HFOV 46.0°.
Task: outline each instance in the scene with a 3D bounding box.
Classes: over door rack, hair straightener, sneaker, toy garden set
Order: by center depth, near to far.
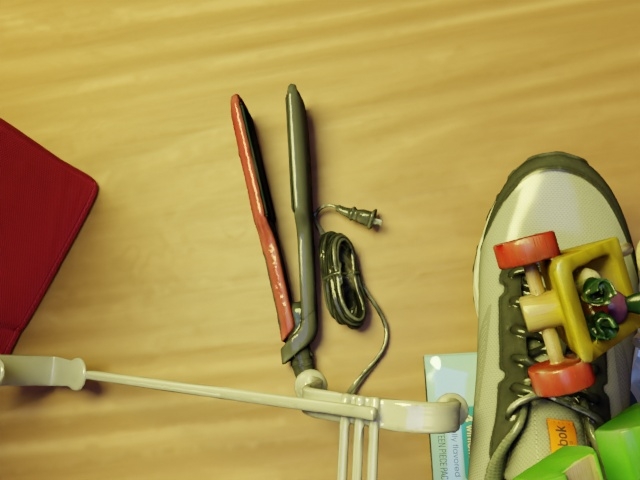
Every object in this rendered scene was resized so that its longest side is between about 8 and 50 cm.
[{"bbox_3d":[0.185,0.080,0.370,0.244,0.049,0.204,-13,87,-40],"label":"toy garden set"},{"bbox_3d":[0.130,0.078,0.412,0.100,0.108,0.272,4,77,11],"label":"sneaker"},{"bbox_3d":[-0.072,0.194,0.448,0.324,0.108,0.240,0,80,28],"label":"over door rack"},{"bbox_3d":[0.000,0.000,0.517,0.089,0.047,0.230,-12,78,5],"label":"hair straightener"}]

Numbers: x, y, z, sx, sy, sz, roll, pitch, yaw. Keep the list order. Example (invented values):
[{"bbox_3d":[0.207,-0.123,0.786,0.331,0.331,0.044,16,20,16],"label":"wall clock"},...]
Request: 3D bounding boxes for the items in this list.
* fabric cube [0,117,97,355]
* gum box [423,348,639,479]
[{"bbox_3d":[-0.345,-0.009,0.456,0.254,0.258,0.259,24,82,12],"label":"fabric cube"},{"bbox_3d":[0.162,0.146,0.470,0.184,0.041,0.157,-5,77,7],"label":"gum box"}]
